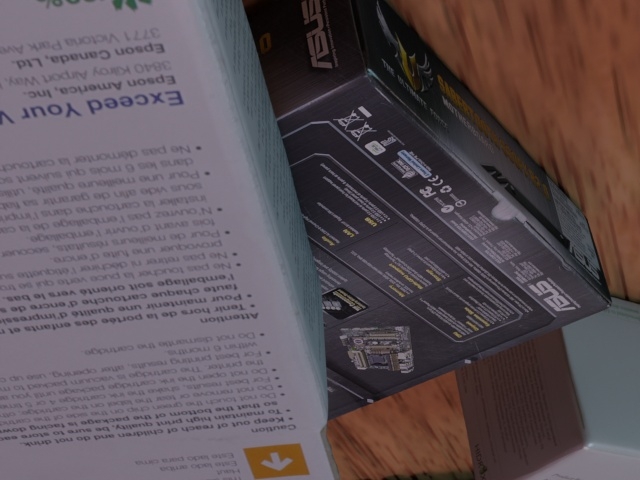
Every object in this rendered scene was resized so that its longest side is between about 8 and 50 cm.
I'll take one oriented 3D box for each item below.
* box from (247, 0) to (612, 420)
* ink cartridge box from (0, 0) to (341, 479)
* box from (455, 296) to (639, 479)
[{"bbox_3d":[0.000,0.000,0.543,0.183,0.056,0.231,-25,144,25],"label":"box"},{"bbox_3d":[-0.170,0.007,0.429,0.324,0.071,0.330,-6,139,7],"label":"ink cartridge box"},{"bbox_3d":[0.143,0.092,0.678,0.101,0.102,0.087,15,142,-31],"label":"box"}]
